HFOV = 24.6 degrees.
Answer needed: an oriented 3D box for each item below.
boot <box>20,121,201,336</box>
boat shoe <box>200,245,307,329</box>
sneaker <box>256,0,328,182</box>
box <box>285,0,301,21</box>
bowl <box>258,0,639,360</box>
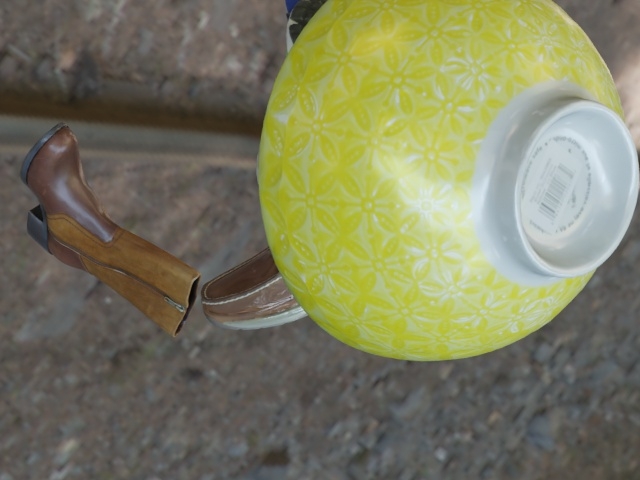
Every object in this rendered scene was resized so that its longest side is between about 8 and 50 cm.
[{"bbox_3d":[-0.291,-0.010,2.056,0.096,0.280,0.264,-42,159,-41],"label":"boot"},{"bbox_3d":[0.000,0.000,1.737,0.324,0.123,0.116,-24,118,2],"label":"boat shoe"},{"bbox_3d":[0.004,-0.126,1.633,0.182,0.158,0.410,110,0,-46],"label":"sneaker"},{"bbox_3d":[0.038,-0.233,1.876,0.136,0.225,0.036,-14,169,3],"label":"box"},{"bbox_3d":[0.118,-0.044,0.989,0.289,0.156,0.289,-9,105,-35],"label":"bowl"}]
